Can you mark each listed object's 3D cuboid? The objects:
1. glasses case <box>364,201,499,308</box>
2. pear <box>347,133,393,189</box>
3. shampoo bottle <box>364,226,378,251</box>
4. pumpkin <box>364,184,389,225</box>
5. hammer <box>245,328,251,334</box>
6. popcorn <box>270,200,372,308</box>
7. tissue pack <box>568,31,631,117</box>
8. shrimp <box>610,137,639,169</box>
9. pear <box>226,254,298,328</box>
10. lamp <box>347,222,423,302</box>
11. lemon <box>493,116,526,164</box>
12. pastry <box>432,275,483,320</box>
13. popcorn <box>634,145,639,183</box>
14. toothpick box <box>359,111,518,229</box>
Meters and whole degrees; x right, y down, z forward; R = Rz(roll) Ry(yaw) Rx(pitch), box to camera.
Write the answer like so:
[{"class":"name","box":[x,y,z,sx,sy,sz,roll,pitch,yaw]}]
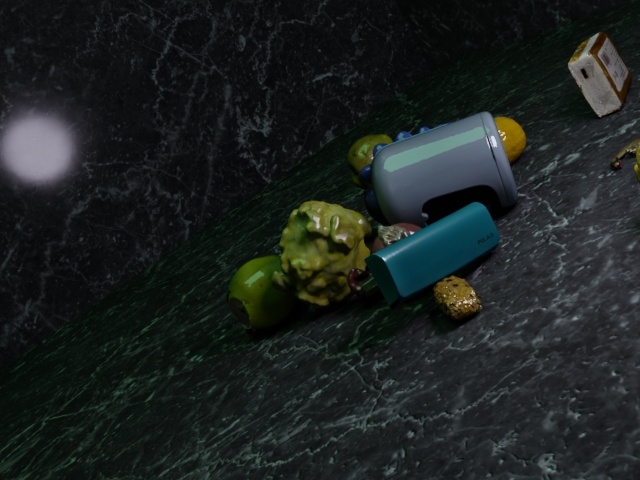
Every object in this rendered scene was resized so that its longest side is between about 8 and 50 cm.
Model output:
[{"class":"glasses case","box":[0.239,0.023,1.514,0.301,0.117,0.070,-26,-5,-33]},{"class":"pear","box":[0.187,-0.276,2.604,0.200,0.200,0.200,-28,15,8]},{"class":"shampoo bottle","box":[0.130,0.016,1.945,0.126,0.084,0.350,-32,15,-14]},{"class":"pumpkin","box":[0.227,-0.136,2.047,0.224,0.157,0.223,-21,-17,-6]},{"class":"hammer","box":[-0.198,0.202,2.035,0.013,0.062,0.199,-25,20,5]},{"class":"popcorn","box":[0.005,0.034,1.807,0.235,0.242,0.250,37,105,48]},{"class":"tissue pack","box":[0.782,-0.465,2.058,0.092,0.183,0.226,-25,15,36]},{"class":"shrimp","box":[0.702,-0.194,1.625,0.124,0.034,0.178,-33,13,3]},{"class":"pear","box":[-0.133,0.123,1.917,0.220,0.187,0.187,-36,16,-25]},{"class":"lamp","box":[0.171,0.057,1.647,0.215,0.151,0.223,-28,-29,-11]},{"class":"lemon","box":[0.487,-0.267,2.069,0.187,0.142,0.142,-36,15,-1]},{"class":"pastry","box":[0.259,0.111,1.433,0.080,0.056,0.140,-21,11,-7]},{"class":"popcorn","box":[0.655,-0.121,1.258,0.200,0.226,0.203,93,-173,-69]},{"class":"toothpick box","box":[0.276,-0.162,1.812,0.355,0.262,0.263,-18,17,14]}]
